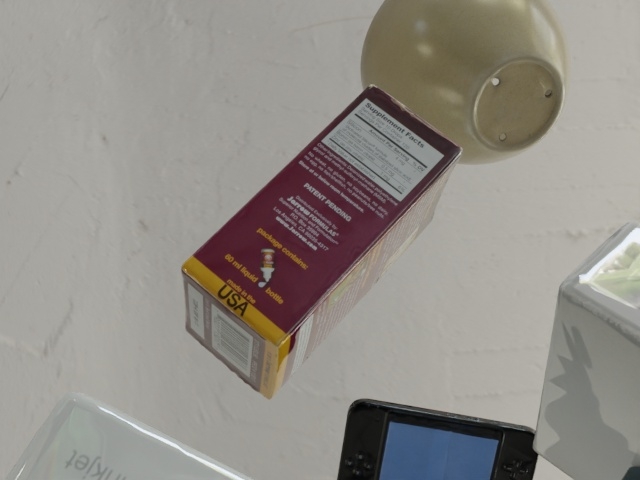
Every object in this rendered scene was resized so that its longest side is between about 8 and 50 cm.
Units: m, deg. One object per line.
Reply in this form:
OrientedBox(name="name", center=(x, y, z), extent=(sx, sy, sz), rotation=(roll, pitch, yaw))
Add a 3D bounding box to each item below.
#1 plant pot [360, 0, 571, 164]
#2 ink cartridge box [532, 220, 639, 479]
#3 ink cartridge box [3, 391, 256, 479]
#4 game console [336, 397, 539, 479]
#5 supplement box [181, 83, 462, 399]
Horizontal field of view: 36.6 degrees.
OrientedBox(name="plant pot", center=(0.218, -0.212, 1.282), extent=(0.284, 0.191, 0.284), rotation=(-9, -58, -15))
OrientedBox(name="ink cartridge box", center=(0.237, 0.161, 0.452), extent=(0.066, 0.296, 0.261), rotation=(-38, -37, -26))
OrientedBox(name="ink cartridge box", center=(-0.059, 0.288, 0.303), extent=(0.279, 0.160, 0.384), rotation=(23, -117, 17))
OrientedBox(name="game console", center=(0.080, 0.195, 0.696), extent=(0.144, 0.085, 0.124), rotation=(9, -69, 4))
OrientedBox(name="supplement box", center=(0.000, 0.000, 0.645), extent=(0.081, 0.104, 0.188), rotation=(38, -115, 12))
